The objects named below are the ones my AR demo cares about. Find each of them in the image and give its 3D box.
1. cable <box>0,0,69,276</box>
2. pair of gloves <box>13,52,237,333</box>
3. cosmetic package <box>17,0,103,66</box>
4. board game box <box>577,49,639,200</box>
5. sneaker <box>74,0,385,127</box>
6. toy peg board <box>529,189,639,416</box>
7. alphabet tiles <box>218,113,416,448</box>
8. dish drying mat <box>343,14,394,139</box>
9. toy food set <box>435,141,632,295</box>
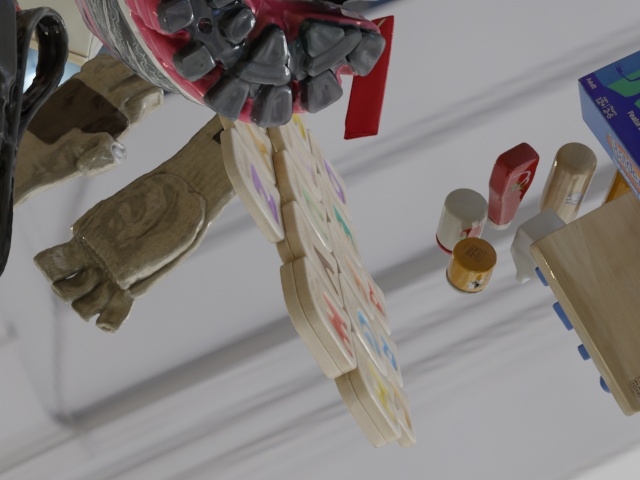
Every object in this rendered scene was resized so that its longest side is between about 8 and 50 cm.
[{"bbox_3d":[-0.244,-0.084,1.201,0.072,0.139,0.287,-12,-113,28],"label":"cable"},{"bbox_3d":[-0.170,-0.046,1.307,0.240,0.042,0.204,29,-114,36],"label":"pair of gloves"},{"bbox_3d":[-0.341,-0.302,1.656,0.309,0.113,0.160,20,-142,2],"label":"cosmetic package"},{"bbox_3d":[0.292,-0.080,1.051,0.210,0.047,0.160,-25,-127,-4],"label":"board game box"},{"bbox_3d":[-0.062,-0.183,0.513,0.120,0.299,0.112,-19,-156,-31],"label":"sneaker"},{"bbox_3d":[0.260,0.052,1.419,0.160,0.161,0.079,-26,173,-30],"label":"toy peg board"},{"bbox_3d":[0.000,0.000,1.119,0.021,0.278,0.284,-24,-143,10],"label":"alphabet tiles"},{"bbox_3d":[0.032,-0.108,1.112,0.032,0.008,0.083,-5,-111,46],"label":"dish drying mat"},{"bbox_3d":[0.190,-0.011,1.533,0.232,0.104,0.111,-30,-118,-28],"label":"toy food set"}]
